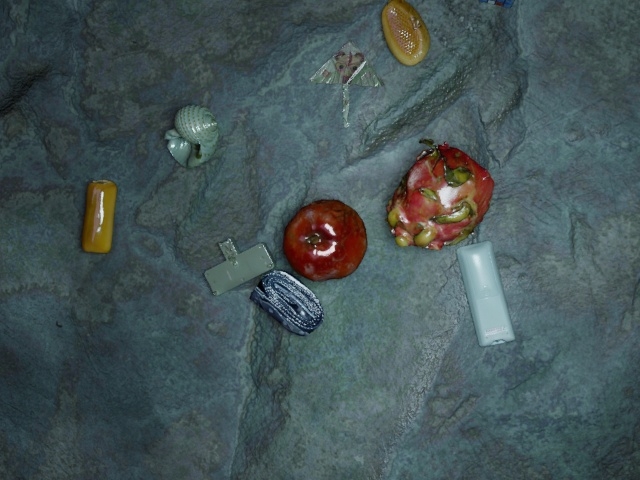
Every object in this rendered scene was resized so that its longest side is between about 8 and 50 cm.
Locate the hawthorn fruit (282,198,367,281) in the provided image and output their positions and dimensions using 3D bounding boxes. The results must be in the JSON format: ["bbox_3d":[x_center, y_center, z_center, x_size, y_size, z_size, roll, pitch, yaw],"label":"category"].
[{"bbox_3d":[0.000,0.000,1.340,0.242,0.272,0.242,1,92,20],"label":"hawthorn fruit"}]

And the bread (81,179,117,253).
[{"bbox_3d":[-0.708,-0.077,1.556,0.092,0.074,0.239,8,94,14],"label":"bread"}]

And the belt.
[{"bbox_3d":[-0.094,0.188,1.445,0.218,0.128,0.122,40,61,4],"label":"belt"}]

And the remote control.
[{"bbox_3d":[0.468,0.152,1.379,0.103,0.051,0.293,-14,91,9],"label":"remote control"}]

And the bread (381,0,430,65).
[{"bbox_3d":[0.239,-0.582,1.370,0.114,0.077,0.189,-25,89,30],"label":"bread"}]

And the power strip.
[{"bbox_3d":[-0.260,0.063,1.492,0.216,0.061,0.145,-27,89,9],"label":"power strip"}]

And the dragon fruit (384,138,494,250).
[{"bbox_3d":[0.303,-0.097,1.295,0.291,0.269,0.250,-43,76,5],"label":"dragon fruit"}]

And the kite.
[{"bbox_3d":[0.075,-0.460,1.435,0.229,0.012,0.250,5,94,13],"label":"kite"}]

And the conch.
[{"bbox_3d":[-0.372,-0.317,1.459,0.200,0.131,0.172,3,122,47],"label":"conch"}]

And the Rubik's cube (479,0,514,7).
[{"bbox_3d":[0.490,-0.697,1.312,0.092,0.092,0.092,17,95,7],"label":"Rubik's cube"}]
